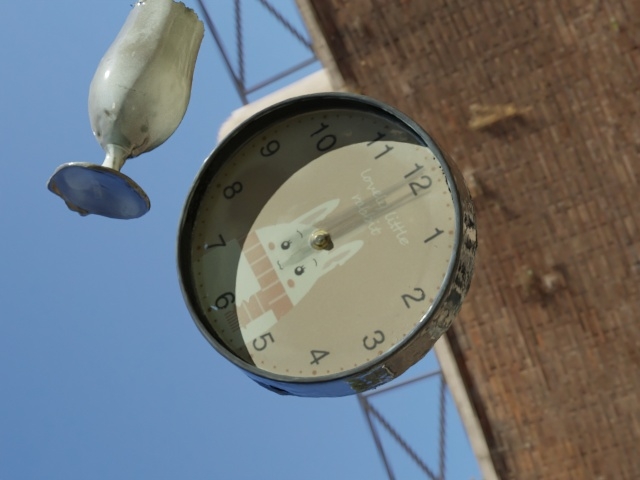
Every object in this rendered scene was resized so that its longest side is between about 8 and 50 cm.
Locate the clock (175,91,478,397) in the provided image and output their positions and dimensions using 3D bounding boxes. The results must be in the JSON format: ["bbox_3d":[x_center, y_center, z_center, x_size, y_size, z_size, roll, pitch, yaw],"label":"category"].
[{"bbox_3d":[0.000,0.000,1.343,0.076,0.386,0.386,39,-145,-66],"label":"clock"}]

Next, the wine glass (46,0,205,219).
[{"bbox_3d":[-0.183,-0.132,1.073,0.103,0.103,0.222,45,-130,-42],"label":"wine glass"}]
